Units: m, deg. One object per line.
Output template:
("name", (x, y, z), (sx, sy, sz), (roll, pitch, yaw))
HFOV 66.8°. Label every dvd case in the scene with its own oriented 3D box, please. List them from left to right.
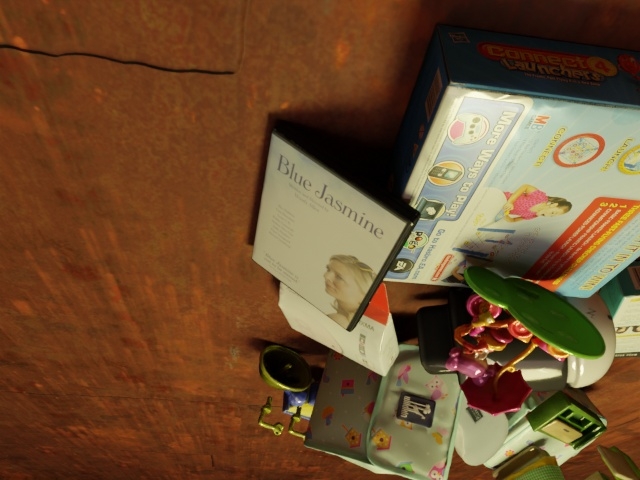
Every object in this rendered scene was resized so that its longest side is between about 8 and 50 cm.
("dvd case", (0.000, 0.000, 0.590), (0.180, 0.022, 0.253), (36, 144, 13))

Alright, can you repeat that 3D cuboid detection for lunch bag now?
("lunch bag", (0.126, 0.302, 0.878), (0.262, 0.224, 0.160), (-2, 150, 41))
("lunch bag", (0.517, 0.448, 1.166), (0.224, 0.108, 0.279), (25, 117, -22))

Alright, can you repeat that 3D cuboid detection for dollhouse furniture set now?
("dollhouse furniture set", (0.474, 0.500, 1.009), (0.151, 0.198, 0.301), (30, 114, -26))

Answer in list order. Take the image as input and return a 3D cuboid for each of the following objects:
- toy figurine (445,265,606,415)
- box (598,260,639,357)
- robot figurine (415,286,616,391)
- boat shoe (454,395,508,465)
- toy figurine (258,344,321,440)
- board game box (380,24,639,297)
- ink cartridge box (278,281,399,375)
("toy figurine", (0.213, 0.136, 0.586), (0.173, 0.130, 0.159), (26, 117, 1))
("box", (0.511, 0.121, 0.794), (0.100, 0.060, 0.244), (-7, 144, 12))
("robot figurine", (0.291, 0.141, 0.743), (0.278, 0.209, 0.174), (-8, 107, 14))
("boat shoe", (0.290, 0.348, 1.061), (0.135, 0.156, 0.367), (-37, 126, -3))
("toy figurine", (-0.033, 0.377, 1.085), (0.362, 0.191, 0.217), (25, 144, -27))
("board game box", (0.228, -0.056, 0.533), (0.301, 0.086, 0.308), (5, 145, -6))
("ink cartridge box", (0.016, 0.103, 0.722), (0.189, 0.066, 0.232), (23, 159, 27))
